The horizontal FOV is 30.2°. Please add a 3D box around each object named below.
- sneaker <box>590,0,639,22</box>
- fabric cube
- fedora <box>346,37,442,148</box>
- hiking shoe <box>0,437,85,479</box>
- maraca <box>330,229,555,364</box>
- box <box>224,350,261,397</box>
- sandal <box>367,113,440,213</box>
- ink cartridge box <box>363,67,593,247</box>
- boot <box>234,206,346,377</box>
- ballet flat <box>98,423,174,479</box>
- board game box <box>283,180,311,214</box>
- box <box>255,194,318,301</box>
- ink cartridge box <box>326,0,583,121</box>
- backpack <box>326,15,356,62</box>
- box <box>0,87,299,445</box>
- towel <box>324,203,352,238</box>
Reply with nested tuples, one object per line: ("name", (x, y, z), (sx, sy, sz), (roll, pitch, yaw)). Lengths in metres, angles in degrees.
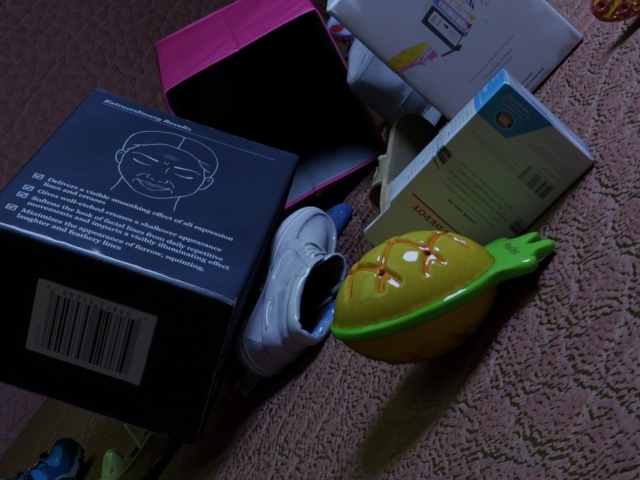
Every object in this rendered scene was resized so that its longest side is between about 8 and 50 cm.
("sneaker", (0.336, -0.276, 1.158), (0.175, 0.064, 0.067), (-43, -9, 8))
("fabric cube", (-0.084, -0.219, 1.812), (0.259, 0.254, 0.258), (-28, 27, 2))
("fedora", (0.119, -0.265, 1.654), (0.275, 0.124, 0.243), (-64, 14, -12))
("hiking shoe", (-0.486, 0.413, 1.906), (0.113, 0.132, 0.304), (-42, 13, 38))
("maraca", (0.094, 0.036, 0.936), (0.185, 0.099, 0.127), (-24, 13, -1))
("box", (-0.085, 0.143, 1.477), (0.094, 0.027, 0.137), (-52, 11, -8))
("sandal", (0.082, -0.058, 1.329), (0.079, 0.088, 0.240), (-37, 20, 29))
("ink cartridge box", (0.132, -0.046, 1.023), (0.180, 0.104, 0.060), (-46, 11, 19))
("boot", (-0.006, 0.042, 1.382), (0.123, 0.095, 0.258), (-32, 28, 42))
("ballet flat", (-0.238, 0.272, 1.535), (0.232, 0.073, 0.080), (-54, 11, -22))
("board game box", (-0.045, -0.102, 1.897), (0.201, 0.035, 0.136), (-35, 27, -15))
("box", (-0.125, 0.041, 1.919), (0.216, 0.060, 0.270), (-41, 14, 39))
("ink cartridge box", (0.144, -0.254, 1.356), (0.168, 0.232, 0.171), (-47, 10, 11))
("backpack", (0.128, -0.364, 1.941), (0.276, 0.213, 0.263), (-52, 0, 4))
("box", (-0.220, 0.015, 1.446), (0.395, 0.293, 0.212), (-70, -2, -60))
("towel", (0.000, 0.000, 1.625), (0.067, 0.029, 0.119), (-37, 16, 48))
